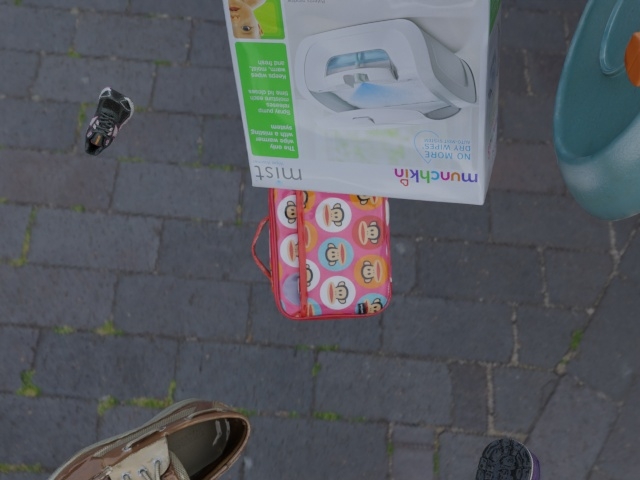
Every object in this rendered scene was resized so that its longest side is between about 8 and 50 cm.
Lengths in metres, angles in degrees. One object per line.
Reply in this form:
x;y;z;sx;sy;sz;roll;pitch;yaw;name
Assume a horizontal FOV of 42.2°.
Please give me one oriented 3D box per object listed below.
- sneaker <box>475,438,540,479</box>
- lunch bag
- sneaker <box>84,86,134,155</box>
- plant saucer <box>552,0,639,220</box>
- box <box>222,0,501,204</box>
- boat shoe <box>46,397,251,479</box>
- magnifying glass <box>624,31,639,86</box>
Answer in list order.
0.275;0.456;1.276;0.107;0.124;0.283;18;77;38;sneaker
0.000;0.000;1.553;0.258;0.120;0.293;-3;95;0;lunch bag
-0.416;-0.221;1.615;0.072;0.178;0.077;24;56;-10;sneaker
0.260;-0.171;0.646;0.043;0.318;0.318;19;60;-5;plant saucer
0.052;-0.173;0.874;0.261;0.231;0.127;6;36;16;box
-0.212;0.286;1.005;0.324;0.116;0.123;-35;106;-46;boat shoe
0.256;-0.101;0.371;0.230;0.092;0.026;-11;74;4;magnifying glass
